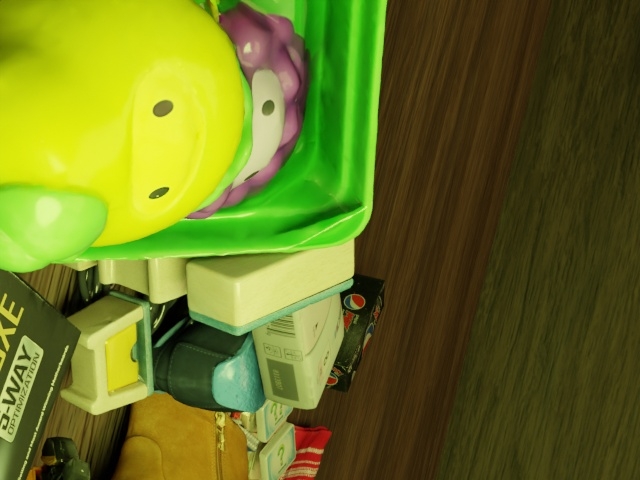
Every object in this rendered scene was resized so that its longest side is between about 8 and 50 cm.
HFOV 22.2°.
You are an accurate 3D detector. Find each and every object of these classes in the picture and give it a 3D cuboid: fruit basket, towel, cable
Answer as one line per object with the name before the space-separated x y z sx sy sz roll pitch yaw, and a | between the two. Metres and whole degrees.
fruit basket | -0.094 -0.122 0.986 0.392 0.283 0.392 176 -90 -82
towel | -0.051 0.371 2.126 0.199 0.031 0.275 34 70 -74
cable | -0.164 0.045 1.368 0.150 0.047 0.184 101 16 -44

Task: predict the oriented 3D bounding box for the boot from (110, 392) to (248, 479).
boot | -0.160 0.210 1.424 0.295 0.104 0.211 35 37 -45

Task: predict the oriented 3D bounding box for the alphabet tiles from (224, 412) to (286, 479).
alphabet tiles | -0.084 0.250 1.904 0.278 0.021 0.284 37 67 -75

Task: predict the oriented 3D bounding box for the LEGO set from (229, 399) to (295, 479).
LEGO set | -0.072 0.229 1.800 0.244 0.060 0.182 -45 138 -54

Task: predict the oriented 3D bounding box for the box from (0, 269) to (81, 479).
box | -0.264 0.154 0.989 0.242 0.076 0.307 64 42 -68

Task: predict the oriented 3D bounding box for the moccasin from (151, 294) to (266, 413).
moccasin | -0.083 0.068 1.547 0.342 0.117 0.138 -33 126 -77

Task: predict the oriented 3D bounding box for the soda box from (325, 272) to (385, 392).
soda box | 0.035 0.120 2.166 0.053 0.060 0.169 90 19 -45

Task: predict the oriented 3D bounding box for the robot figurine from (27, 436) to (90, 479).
robot figurine | -0.198 0.278 1.132 0.291 0.085 0.211 -106 -154 -47

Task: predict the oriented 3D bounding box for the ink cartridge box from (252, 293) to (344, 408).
ink cartridge box | 0.000 0.000 1.416 0.189 0.066 0.232 82 28 -50

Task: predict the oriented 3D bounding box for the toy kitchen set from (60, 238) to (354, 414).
toy kitchen set | -0.089 0.061 1.216 0.122 0.207 0.166 -22 120 -43
